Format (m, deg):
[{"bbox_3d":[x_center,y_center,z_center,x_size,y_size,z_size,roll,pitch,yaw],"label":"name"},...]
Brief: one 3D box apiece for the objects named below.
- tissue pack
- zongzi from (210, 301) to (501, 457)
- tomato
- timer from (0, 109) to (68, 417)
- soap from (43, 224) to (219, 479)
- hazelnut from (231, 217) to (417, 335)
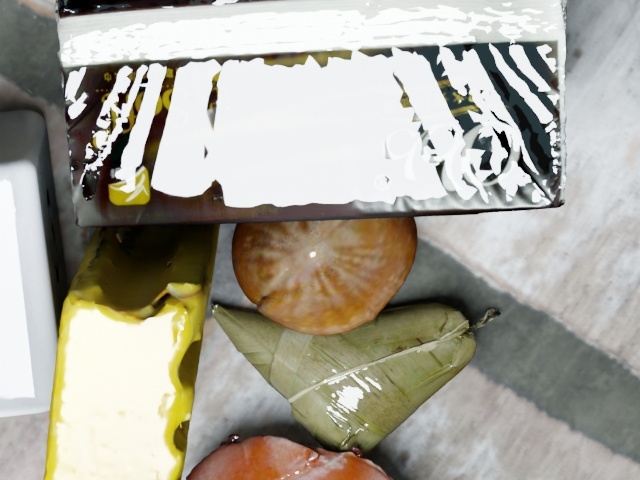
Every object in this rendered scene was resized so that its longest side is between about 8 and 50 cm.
[{"bbox_3d":[-0.007,-0.133,1.414,0.370,0.210,0.198,-2,116,5],"label":"tissue pack"},{"bbox_3d":[0.031,0.065,1.582,0.189,0.081,0.178,-41,89,-2],"label":"zongzi"},{"bbox_3d":[-0.017,0.270,1.565,0.199,0.112,0.228,-11,126,22],"label":"tomato"},{"bbox_3d":[-0.298,0.020,1.466,0.194,0.192,0.195,-7,107,-3],"label":"timer"},{"bbox_3d":[-0.138,0.086,1.437,0.096,0.324,0.204,8,104,-3],"label":"soap"},{"bbox_3d":[0.000,0.000,1.514,0.150,0.150,0.150,-1,106,-5],"label":"hazelnut"}]
